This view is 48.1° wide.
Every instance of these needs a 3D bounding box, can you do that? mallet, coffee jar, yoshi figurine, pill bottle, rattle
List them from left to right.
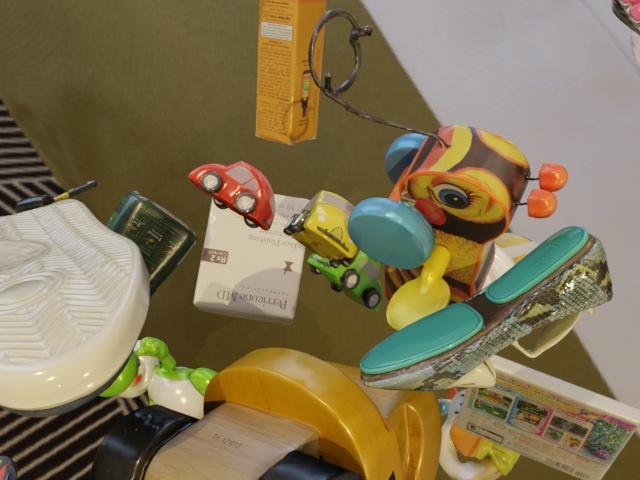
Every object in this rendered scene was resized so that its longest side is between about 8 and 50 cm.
[{"bbox_3d":[-0.470,-0.077,1.288,0.189,0.062,0.039,-58,135,-70],"label":"mallet"},{"bbox_3d":[-0.228,0.043,0.808,0.096,0.079,0.184,38,79,-23],"label":"coffee jar"},{"bbox_3d":[-0.324,0.291,1.406,0.362,0.203,0.203,23,54,9],"label":"yoshi figurine"},{"bbox_3d":[0.183,0.240,1.009,0.143,0.130,0.199,26,24,-25],"label":"rattle"},{"bbox_3d":[0.229,0.053,0.975,0.215,0.117,0.117,-7,68,-57],"label":"pill bottle"}]

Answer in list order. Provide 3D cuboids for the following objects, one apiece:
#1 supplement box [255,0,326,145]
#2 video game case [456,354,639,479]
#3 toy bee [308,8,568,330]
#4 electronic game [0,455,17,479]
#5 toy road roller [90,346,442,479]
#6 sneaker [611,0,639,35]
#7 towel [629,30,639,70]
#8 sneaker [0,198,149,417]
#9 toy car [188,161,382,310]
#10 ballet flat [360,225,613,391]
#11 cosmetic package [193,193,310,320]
[{"bbox_3d":[-0.046,-0.266,1.075,0.080,0.233,0.078,17,25,32],"label":"supplement box"},{"bbox_3d":[0.223,0.182,0.727,0.157,0.143,0.019,20,52,17],"label":"video game case"},{"bbox_3d":[0.101,-0.019,0.553,0.162,0.298,0.195,15,79,28],"label":"toy bee"},{"bbox_3d":[-0.464,0.369,0.887,0.048,0.229,0.229,47,56,-21],"label":"electronic game"},{"bbox_3d":[-0.005,0.242,0.580,0.241,0.203,0.329,-30,117,-47],"label":"toy road roller"},{"bbox_3d":[0.246,-0.223,0.575,0.075,0.063,0.170,9,53,-63],"label":"sneaker"},{"bbox_3d":[0.587,-0.269,0.966,0.054,0.332,0.316,-1,64,-22],"label":"towel"},{"bbox_3d":[-0.197,0.073,0.567,0.131,0.350,0.148,-15,110,-16],"label":"sneaker"},{"bbox_3d":[0.000,0.000,0.732,0.053,0.239,0.225,-56,133,-9],"label":"toy car"},{"bbox_3d":[0.119,0.064,0.490,0.188,0.070,0.070,-31,81,3],"label":"ballet flat"},{"bbox_3d":[-0.102,0.029,1.114,0.151,0.151,0.183,9,79,-2],"label":"cosmetic package"}]
